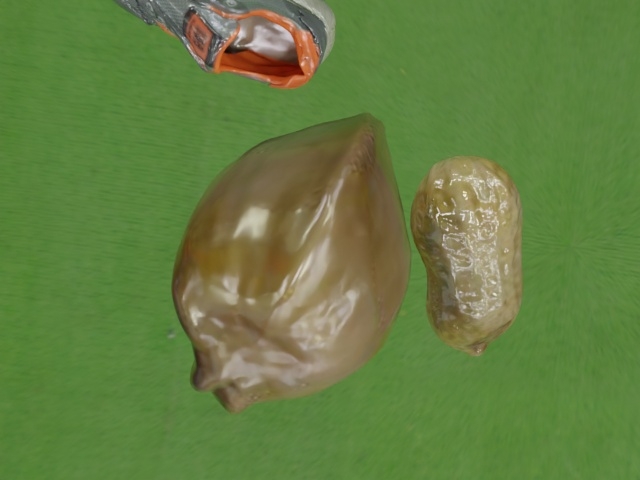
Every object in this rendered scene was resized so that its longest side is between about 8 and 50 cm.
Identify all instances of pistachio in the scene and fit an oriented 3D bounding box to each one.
[{"bbox_3d":[-0.008,-0.003,1.195,0.163,0.260,0.212,33,125,-8],"label":"pistachio"}]

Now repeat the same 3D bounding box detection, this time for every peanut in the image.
[{"bbox_3d":[0.149,0.017,1.716,0.120,0.110,0.236,14,132,24],"label":"peanut"}]

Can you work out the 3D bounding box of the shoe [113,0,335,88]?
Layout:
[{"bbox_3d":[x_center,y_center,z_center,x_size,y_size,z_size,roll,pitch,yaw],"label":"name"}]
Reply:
[{"bbox_3d":[-0.141,-0.265,1.994,0.337,0.171,0.132,24,119,-13],"label":"shoe"}]
